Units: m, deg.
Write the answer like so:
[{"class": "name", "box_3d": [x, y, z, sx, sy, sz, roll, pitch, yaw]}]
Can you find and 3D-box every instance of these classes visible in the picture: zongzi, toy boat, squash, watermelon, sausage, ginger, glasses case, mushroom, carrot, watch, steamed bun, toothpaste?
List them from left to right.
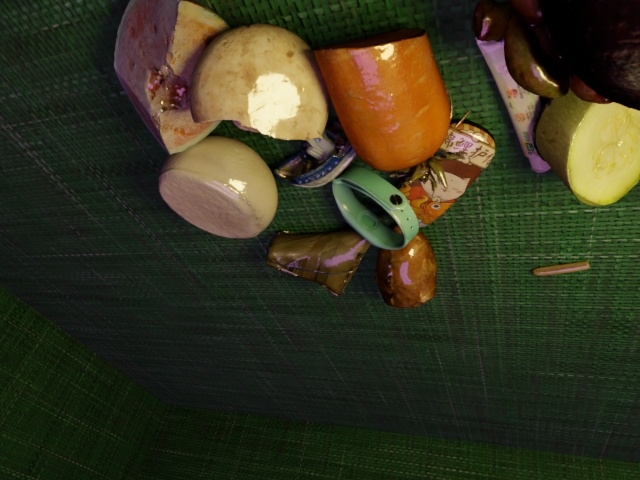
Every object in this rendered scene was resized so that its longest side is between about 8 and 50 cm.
[{"class": "watermelon", "box_3d": [-0.272, -0.347, 0.917, 0.188, 0.175, 0.322, 54, 133, 19]}, {"class": "steamed bun", "box_3d": [-0.229, -0.137, 1.119, 0.283, 0.177, 0.283, 16, 152, 9]}, {"class": "mushroom", "box_3d": [-0.104, -0.288, 0.849, 0.253, 0.195, 0.189, 6, 107, -25]}, {"class": "toy boat", "box_3d": [-0.015, -0.192, 1.020, 0.115, 0.114, 0.262, 24, 146, -27]}, {"class": "zongzi", "box_3d": [0.000, 0.000, 1.279, 0.260, 0.123, 0.289, 21, 133, -3]}, {"class": "watch", "box_3d": [0.118, -0.074, 1.097, 0.237, 0.068, 0.195, 44, 160, 14]}, {"class": "carrot", "box_3d": [0.134, -0.239, 0.847, 0.193, 0.214, 0.331, 12, 142, 43]}, {"class": "ginger", "box_3d": [0.229, 0.101, 1.277, 0.165, 0.172, 0.321, -20, 144, -15]}, {"class": "glasses case", "box_3d": [0.251, -0.135, 1.028, 0.122, 0.082, 0.321, 26, 144, -5]}, {"class": "toothpaste", "box_3d": [0.372, -0.250, 0.865, 0.314, 0.058, 0.056, 53, 171, -35]}, {"class": "sausage", "box_3d": [0.620, 0.073, 1.213, 0.132, 0.024, 0.024, -13, 135, 32]}, {"class": "squash", "box_3d": [0.498, -0.186, 0.812, 0.220, 0.133, 0.220, -3, 129, -4]}]

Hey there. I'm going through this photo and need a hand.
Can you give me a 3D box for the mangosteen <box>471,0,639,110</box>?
[{"class": "mangosteen", "box_3d": [0.394, -0.302, 0.537, 0.382, 0.382, 0.435, 31, 151, -19]}]
